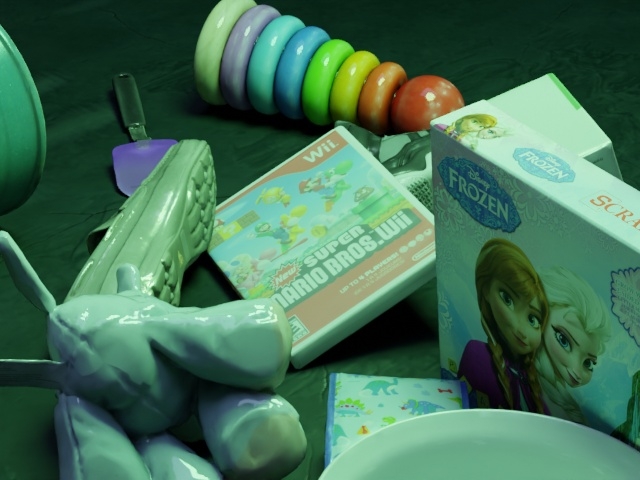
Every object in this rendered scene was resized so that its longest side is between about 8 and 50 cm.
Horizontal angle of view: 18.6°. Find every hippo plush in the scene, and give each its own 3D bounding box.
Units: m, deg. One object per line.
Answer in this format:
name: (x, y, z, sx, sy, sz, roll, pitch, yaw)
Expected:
hippo plush: (-0.163, 0.141, 1.716, 0.294, 0.234, 0.236, 14, -3, -7)

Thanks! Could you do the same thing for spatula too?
spatula: (-0.217, -0.130, 2.322, 0.084, 0.030, 0.296, -8, 30, -11)

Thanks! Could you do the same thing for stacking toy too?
stacking toy: (0.020, -0.191, 2.351, 0.330, 0.141, 0.141, 18, 33, 19)

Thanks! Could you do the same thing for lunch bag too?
lunch bag: (0.066, 0.184, 1.698, 0.128, 0.096, 0.151, 2, 19, 0)

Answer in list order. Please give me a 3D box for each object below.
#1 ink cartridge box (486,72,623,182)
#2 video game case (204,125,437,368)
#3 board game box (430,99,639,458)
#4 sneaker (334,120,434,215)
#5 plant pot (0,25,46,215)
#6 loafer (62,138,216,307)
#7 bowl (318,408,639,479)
ink cartridge box: (0.231, -0.019, 1.818, 0.092, 0.219, 0.160, -25, 32, -2)
video game case: (0.000, 0.000, 2.014, 0.204, 0.025, 0.285, -34, 36, -6)
board game box: (0.214, 0.084, 1.652, 0.066, 0.318, 0.318, -23, 35, -26)
sneaker: (0.100, -0.097, 2.196, 0.153, 0.101, 0.268, 25, 39, 32)
plant pot: (-0.469, -0.103, 2.017, 0.271, 0.272, 0.255, 20, 35, 31)
loafer: (-0.183, -0.001, 1.996, 0.111, 0.112, 0.319, 2, 34, 14)
bowl: (0.137, 0.265, 1.513, 0.297, 0.134, 0.298, 1, 28, 0)
